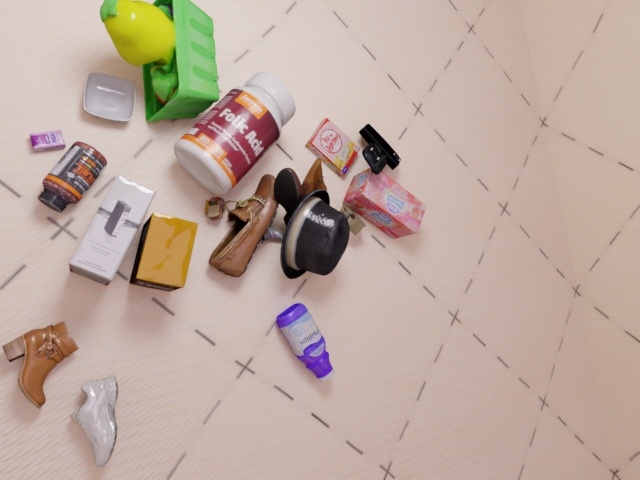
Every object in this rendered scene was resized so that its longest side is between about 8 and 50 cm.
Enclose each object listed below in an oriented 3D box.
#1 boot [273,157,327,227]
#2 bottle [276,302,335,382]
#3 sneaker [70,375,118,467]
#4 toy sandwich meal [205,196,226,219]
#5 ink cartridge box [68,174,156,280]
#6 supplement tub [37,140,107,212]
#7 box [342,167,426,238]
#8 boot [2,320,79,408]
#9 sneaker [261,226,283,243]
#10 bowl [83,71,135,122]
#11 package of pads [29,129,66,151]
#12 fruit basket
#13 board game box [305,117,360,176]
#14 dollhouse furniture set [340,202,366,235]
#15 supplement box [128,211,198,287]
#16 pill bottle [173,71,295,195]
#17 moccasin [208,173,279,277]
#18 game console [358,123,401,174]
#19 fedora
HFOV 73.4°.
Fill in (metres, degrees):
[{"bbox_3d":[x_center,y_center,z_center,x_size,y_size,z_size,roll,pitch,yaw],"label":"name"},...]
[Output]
[{"bbox_3d":[-0.048,-0.204,1.520,0.281,0.096,0.264,-59,144,-39],"label":"boot"},{"bbox_3d":[-0.044,0.364,1.513,0.118,0.092,0.283,-33,98,-31],"label":"bottle"},{"bbox_3d":[-0.618,0.495,1.173,0.115,0.090,0.233,1,72,-23],"label":"sneaker"},{"bbox_3d":[-0.354,-0.110,1.437,0.085,0.029,0.086,-3,75,13],"label":"toy sandwich meal"},{"bbox_3d":[-0.586,-0.025,1.212,0.114,0.197,0.273,28,68,-22],"label":"ink cartridge box"},{"bbox_3d":[-0.709,-0.178,1.225,0.106,0.106,0.198,34,67,-20],"label":"supplement tub"},{"bbox_3d":[0.263,-0.148,1.749,0.299,0.154,0.142,33,66,-22],"label":"box"},{"bbox_3d":[-0.723,0.327,1.144,0.152,0.072,0.197,-24,96,-35],"label":"boot"},{"bbox_3d":[-0.183,-0.013,1.540,0.098,0.038,0.069,41,83,-30],"label":"sneaker"},{"bbox_3d":[-0.653,-0.435,1.333,0.141,0.053,0.142,7,77,-28],"label":"bowl"},{"bbox_3d":[-0.788,-0.288,1.241,0.083,0.032,0.050,-18,87,-31],"label":"package of pads"},{"bbox_3d":[-0.505,-0.580,1.308,0.391,0.282,0.393,13,72,-43],"label":"fruit basket"},{"bbox_3d":[0.051,-0.375,1.731,0.193,0.045,0.147,38,65,-19],"label":"board game box"},{"bbox_3d":[0.067,-0.067,1.695,0.144,0.123,0.151,42,98,-17],"label":"dollhouse furniture set"},{"bbox_3d":[-0.467,0.041,1.270,0.128,0.194,0.192,16,73,-27],"label":"supplement box"},{"bbox_3d":[-0.270,-0.359,1.420,0.224,0.224,0.392,44,69,-16],"label":"pill bottle"},{"bbox_3d":[-0.258,-0.068,1.456,0.147,0.139,0.381,36,75,-29],"label":"moccasin"},{"bbox_3d":[0.221,-0.356,1.709,0.213,0.044,0.361,47,28,-5],"label":"game console"},{"bbox_3d":[0.000,0.000,1.475,0.334,0.152,0.334,-46,149,-39],"label":"fedora"}]
